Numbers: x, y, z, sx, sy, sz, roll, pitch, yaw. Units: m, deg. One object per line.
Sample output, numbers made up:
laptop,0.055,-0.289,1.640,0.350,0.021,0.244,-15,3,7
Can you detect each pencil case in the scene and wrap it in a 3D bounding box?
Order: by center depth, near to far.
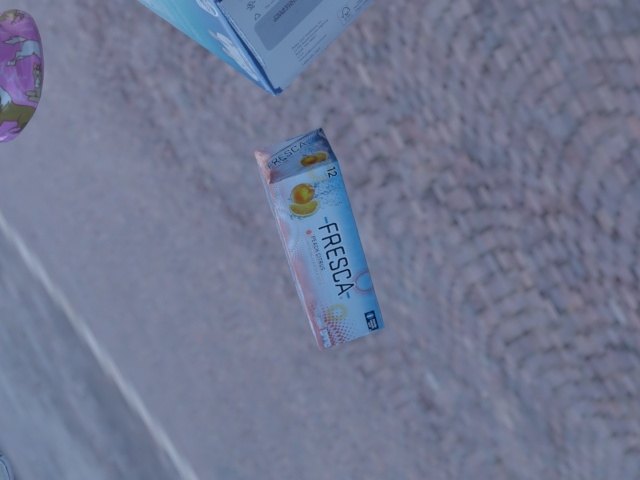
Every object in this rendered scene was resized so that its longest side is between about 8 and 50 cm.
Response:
pencil case,-0.490,-0.196,1.932,0.160,0.386,0.167,-33,58,50

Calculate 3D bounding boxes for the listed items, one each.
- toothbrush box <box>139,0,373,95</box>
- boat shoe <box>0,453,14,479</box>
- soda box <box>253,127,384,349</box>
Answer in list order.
toothbrush box,-0.071,-0.280,1.396,0.295,0.216,0.126,38,169,39
boat shoe,-0.233,0.203,1.286,0.035,0.035,0.100,-49,-43,-67
soda box,0.000,0.000,1.493,0.058,0.063,0.183,-114,6,-53
